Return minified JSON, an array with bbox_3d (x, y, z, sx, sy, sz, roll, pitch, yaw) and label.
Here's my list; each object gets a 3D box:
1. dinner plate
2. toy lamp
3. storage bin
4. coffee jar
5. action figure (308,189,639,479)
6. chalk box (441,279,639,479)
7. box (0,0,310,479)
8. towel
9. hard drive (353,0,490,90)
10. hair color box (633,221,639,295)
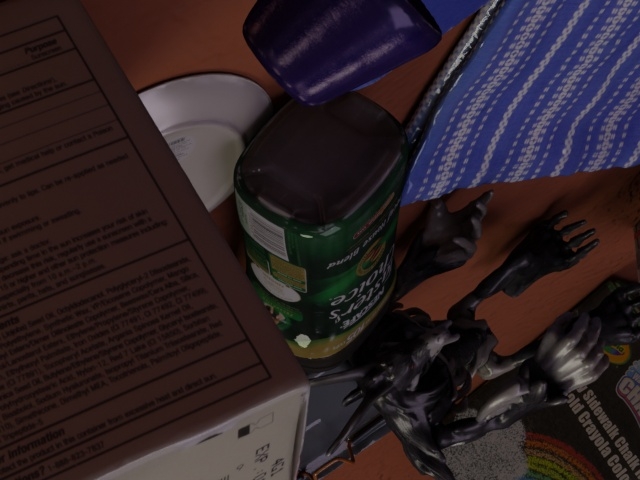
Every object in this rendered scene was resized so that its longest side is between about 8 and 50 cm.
[{"bbox_3d":[-0.084,-0.035,0.918,0.141,0.017,0.141,-26,152,-15],"label":"dinner plate"},{"bbox_3d":[0.082,-0.162,0.724,0.275,0.080,0.080,-42,152,10],"label":"toy lamp"},{"bbox_3d":[-0.022,0.113,1.160,0.135,0.098,0.091,-35,143,5],"label":"storage bin"},{"bbox_3d":[0.000,0.000,0.984,0.096,0.079,0.184,-49,161,-24],"label":"coffee jar"},{"bbox_3d":[0.106,0.050,1.115,0.276,0.164,0.141,-21,158,-46],"label":"action figure"},{"bbox_3d":[0.270,0.156,1.442,0.289,0.180,0.179,-41,152,20],"label":"chalk box"},{"bbox_3d":[-0.125,0.029,0.738,0.149,0.232,0.127,-23,152,-18],"label":"box"},{"bbox_3d":[0.215,-0.122,1.068,0.336,0.040,0.243,-9,145,-38],"label":"towel"},{"bbox_3d":[0.043,-0.199,0.747,0.210,0.040,0.318,-35,153,5],"label":"hard drive"},{"bbox_3d":[0.280,0.018,1.247,0.053,0.167,0.093,34,119,-15],"label":"hair color box"}]
